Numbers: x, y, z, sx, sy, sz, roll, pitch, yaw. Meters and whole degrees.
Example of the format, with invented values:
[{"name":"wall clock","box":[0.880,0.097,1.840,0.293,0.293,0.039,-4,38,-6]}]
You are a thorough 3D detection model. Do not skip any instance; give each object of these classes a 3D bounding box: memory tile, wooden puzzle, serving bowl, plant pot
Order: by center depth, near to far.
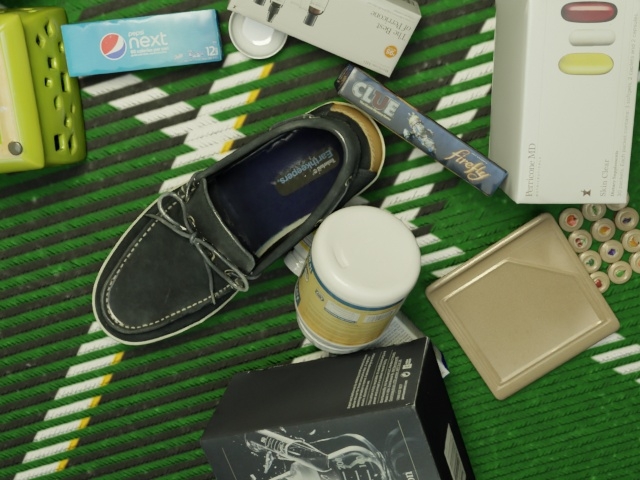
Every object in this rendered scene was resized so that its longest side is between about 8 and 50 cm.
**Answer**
[{"name":"plant pot","box":[-0.456,-0.191,1.156,0.228,0.207,0.227,-5,104,-1]},{"name":"serving bowl","box":[-0.086,-0.299,1.225,0.083,0.027,0.083,0,105,-1]},{"name":"memory tile","box":[0.433,0.000,1.317,0.113,0.012,0.148,-25,103,5]},{"name":"wooden puzzle","box":[0.307,0.102,1.328,0.221,0.044,0.239,-33,107,8]}]

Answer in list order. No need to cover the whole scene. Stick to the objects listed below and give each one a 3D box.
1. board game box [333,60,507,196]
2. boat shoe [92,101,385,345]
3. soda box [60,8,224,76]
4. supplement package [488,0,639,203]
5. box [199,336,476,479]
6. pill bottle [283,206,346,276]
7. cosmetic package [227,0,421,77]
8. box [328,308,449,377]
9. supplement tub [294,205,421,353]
[{"name":"board game box","box":[0.131,-0.157,1.195,0.243,0.165,0.042,33,101,-9]},{"name":"boat shoe","box":[-0.135,-0.019,1.208,0.500,0.156,0.187,-34,89,15]},{"name":"soda box","box":[-0.242,-0.274,1.206,0.210,0.067,0.071,-7,104,-2]},{"name":"supplement package","box":[0.317,-0.195,1.167,0.145,0.204,0.262,-1,105,0]},{"name":"box","box":[0.047,0.351,1.261,0.312,0.179,0.343,-13,111,19]},{"name":"pill bottle","box":[0.000,0.000,1.283,0.065,0.065,0.116,40,101,-10]},{"name":"cosmetic package","box":[0.005,-0.311,1.158,0.239,0.060,0.099,19,123,-14]},{"name":"box","box":[0.103,0.181,1.327,0.126,0.072,0.137,-42,100,10]},{"name":"supplement tub","box":[0.043,0.060,1.183,0.144,0.144,0.200,15,148,-5]}]
